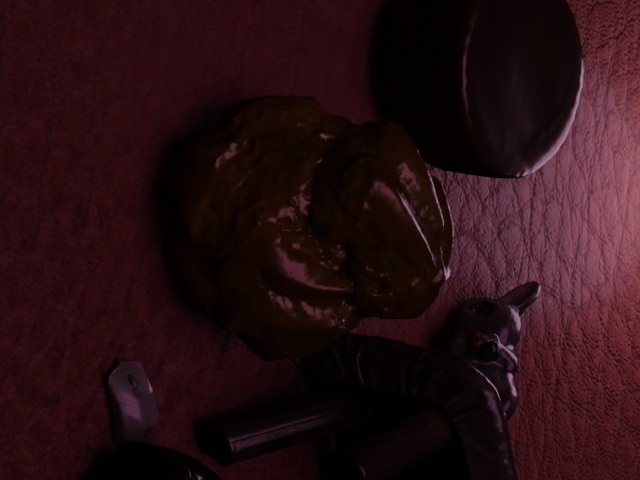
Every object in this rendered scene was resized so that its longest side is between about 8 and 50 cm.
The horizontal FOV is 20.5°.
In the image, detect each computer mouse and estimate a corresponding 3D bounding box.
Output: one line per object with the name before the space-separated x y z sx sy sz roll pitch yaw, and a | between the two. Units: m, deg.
computer mouse | -0.204 0.180 1.947 0.056 0.032 0.110 -27 114 -44

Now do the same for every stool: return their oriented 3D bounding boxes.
stool | 0.055 0.295 2.044 0.226 0.310 0.310 -32 116 -39

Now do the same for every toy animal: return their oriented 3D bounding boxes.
toy animal | 0.218 0.142 2.369 0.125 0.127 0.251 47 45 -26

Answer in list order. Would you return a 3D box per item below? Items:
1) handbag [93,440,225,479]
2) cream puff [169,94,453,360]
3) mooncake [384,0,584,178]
handbag | -0.173 0.359 1.895 0.181 0.181 0.254 41 68 -40
cream puff | -0.006 -0.001 1.977 0.274 0.269 0.323 -54 129 -23
mooncake | 0.204 -0.219 2.262 0.284 0.155 0.284 -6 98 -50
